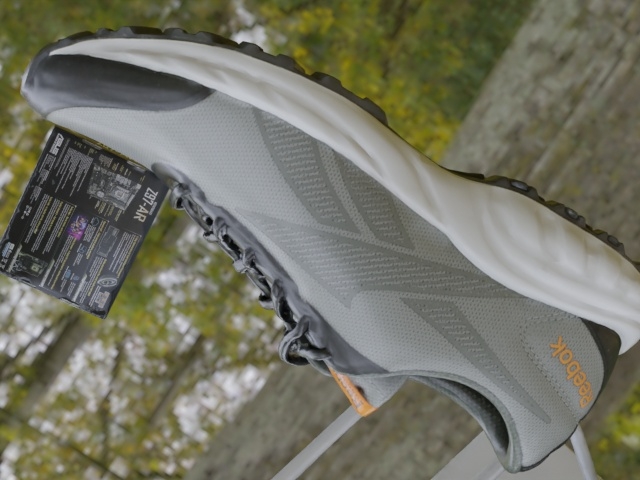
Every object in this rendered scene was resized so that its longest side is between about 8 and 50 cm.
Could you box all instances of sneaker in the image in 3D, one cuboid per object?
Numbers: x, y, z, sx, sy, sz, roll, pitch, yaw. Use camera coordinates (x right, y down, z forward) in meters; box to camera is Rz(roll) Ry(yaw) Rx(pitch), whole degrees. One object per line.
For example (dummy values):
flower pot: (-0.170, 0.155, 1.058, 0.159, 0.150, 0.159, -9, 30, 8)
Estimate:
sneaker: (0.000, 0.000, 0.610, 0.271, 0.108, 0.100, 28, 173, -4)

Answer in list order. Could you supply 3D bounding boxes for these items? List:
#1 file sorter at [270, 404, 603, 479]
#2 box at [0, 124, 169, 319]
file sorter: (0.108, 0.204, 0.712, 0.277, 0.193, 0.173, 44, 171, 30)
box: (-0.123, -0.010, 0.788, 0.067, 0.083, 0.018, 25, -169, -10)
